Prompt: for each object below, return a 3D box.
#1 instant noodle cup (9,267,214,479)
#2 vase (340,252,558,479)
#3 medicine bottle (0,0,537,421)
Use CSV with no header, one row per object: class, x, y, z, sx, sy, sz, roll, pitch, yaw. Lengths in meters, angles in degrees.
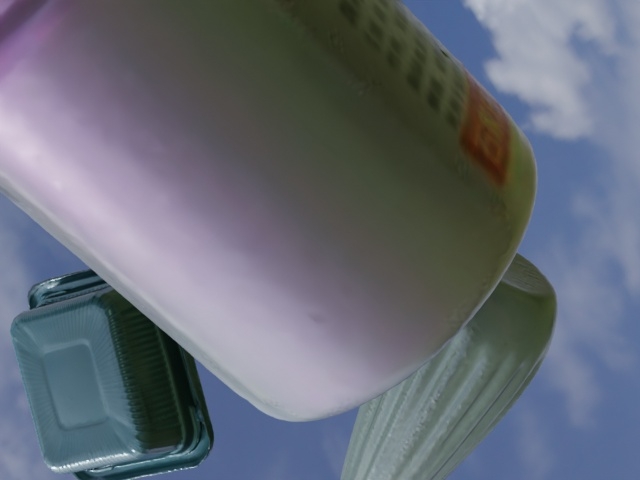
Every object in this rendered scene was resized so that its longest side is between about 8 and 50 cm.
instant noodle cup,-0.177,0.110,1.289,0.070,0.157,0.179,-13,-92,-56
vase,0.095,0.122,1.320,0.128,0.248,0.128,24,-159,-10
medicine bottle,-0.086,-0.099,0.819,0.388,0.219,0.219,42,-142,-22
